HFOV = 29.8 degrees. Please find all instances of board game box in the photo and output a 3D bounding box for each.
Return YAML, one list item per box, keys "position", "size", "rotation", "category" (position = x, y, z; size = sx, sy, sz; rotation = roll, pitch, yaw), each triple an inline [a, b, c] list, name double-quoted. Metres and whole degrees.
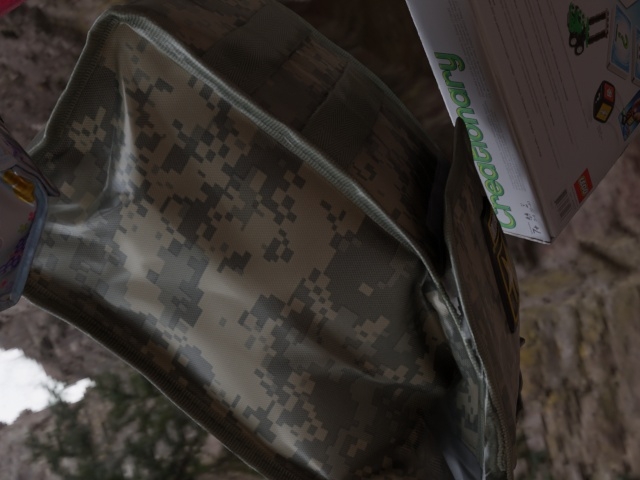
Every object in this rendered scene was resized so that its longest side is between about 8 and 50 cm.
- position: [0.132, -0.173, 0.720]
  size: [0.193, 0.053, 0.305]
  rotation: [-48, -49, -26]
  category: "board game box"

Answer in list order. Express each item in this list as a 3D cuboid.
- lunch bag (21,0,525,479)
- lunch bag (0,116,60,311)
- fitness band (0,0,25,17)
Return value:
- position: [0.000, 0.000, 0.631]
  size: [0.287, 0.169, 0.235]
  rotation: [38, -160, -5]
  category: "lunch bag"
- position: [-0.112, -0.020, 0.337]
  size: [0.071, 0.083, 0.053]
  rotation: [46, -131, 15]
  category: "lunch bag"
- position: [-0.236, -0.247, 0.961]
  size: [0.054, 0.209, 0.291]
  rotation: [48, -178, -7]
  category: "fitness band"
